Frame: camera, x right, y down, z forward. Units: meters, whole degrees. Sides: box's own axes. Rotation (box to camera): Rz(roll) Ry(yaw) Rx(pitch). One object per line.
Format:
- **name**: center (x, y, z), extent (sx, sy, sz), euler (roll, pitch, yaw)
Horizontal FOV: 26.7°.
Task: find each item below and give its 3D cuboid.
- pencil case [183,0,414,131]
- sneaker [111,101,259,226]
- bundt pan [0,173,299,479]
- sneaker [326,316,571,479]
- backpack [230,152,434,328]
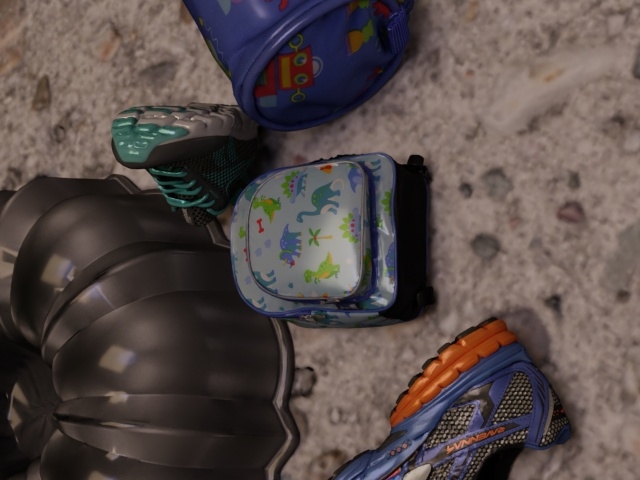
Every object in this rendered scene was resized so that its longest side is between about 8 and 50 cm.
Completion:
- **pencil case**: center (-0.050, -0.219, 0.854), extent (0.133, 0.119, 0.306), euler (-27, 68, 0)
- **sneaker**: center (-0.076, -0.045, 0.822), extent (0.065, 0.166, 0.076), euler (6, 98, 19)
- **bundt pan**: center (-0.185, 0.110, 0.873), extent (0.331, 0.124, 0.330), euler (-4, 81, 28)
- **sneaker**: center (0.054, 0.149, 0.760), extent (0.087, 0.083, 0.221), euler (42, 106, 19)
- **backpack**: center (0.000, 0.000, 0.810), extent (0.114, 0.084, 0.105), euler (-8, 76, 31)
